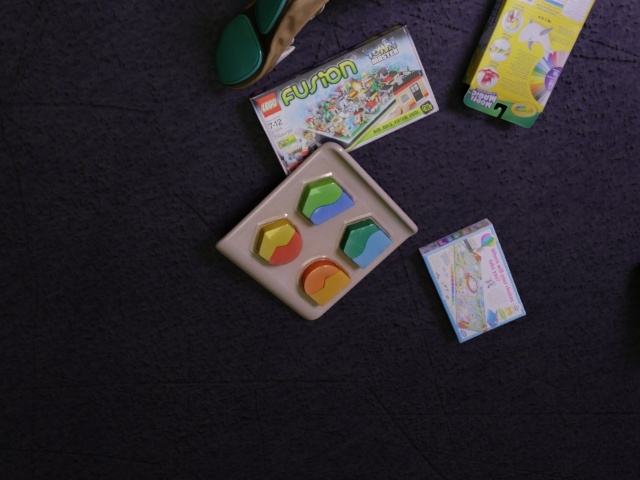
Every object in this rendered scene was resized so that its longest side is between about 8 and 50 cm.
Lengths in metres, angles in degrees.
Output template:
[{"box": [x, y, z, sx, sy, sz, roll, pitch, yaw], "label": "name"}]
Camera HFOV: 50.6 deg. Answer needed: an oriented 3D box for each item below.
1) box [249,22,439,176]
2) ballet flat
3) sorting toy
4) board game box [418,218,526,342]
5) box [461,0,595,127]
[{"box": [0.029, -0.170, 0.838, 0.207, 0.036, 0.114, -25, 112, 5], "label": "box"}, {"box": [-0.047, -0.231, 0.738, 0.073, 0.232, 0.080, -14, 84, -29], "label": "ballet flat"}, {"box": [0.000, 0.000, 0.882, 0.208, 0.038, 0.193, -40, 123, 12], "label": "sorting toy"}, {"box": [0.214, 0.058, 0.951, 0.103, 0.026, 0.154, -24, 112, 5], "label": "board game box"}, {"box": [0.249, -0.237, 0.829, 0.105, 0.043, 0.179, 18, 107, -12], "label": "box"}]
